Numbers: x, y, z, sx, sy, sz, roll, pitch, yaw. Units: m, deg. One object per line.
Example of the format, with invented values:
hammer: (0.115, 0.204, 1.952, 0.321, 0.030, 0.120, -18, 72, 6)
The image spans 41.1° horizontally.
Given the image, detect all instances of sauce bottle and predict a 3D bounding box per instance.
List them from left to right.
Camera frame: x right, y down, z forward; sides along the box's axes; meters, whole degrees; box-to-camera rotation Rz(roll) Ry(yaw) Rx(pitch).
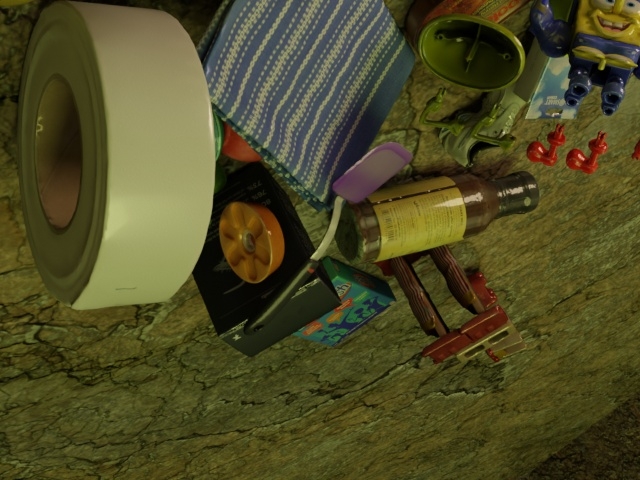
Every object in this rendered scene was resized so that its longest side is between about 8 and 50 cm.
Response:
sauce bottle: (0.190, -0.045, 1.350, 0.344, 0.111, 0.111, -11, 147, -21)

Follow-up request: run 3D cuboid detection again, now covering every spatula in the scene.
spatula: (0.000, 0.000, 1.022, 0.296, 0.030, 0.084, -53, 150, 7)

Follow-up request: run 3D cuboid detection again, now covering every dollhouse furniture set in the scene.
dollhouse furniture set: (0.246, 0.122, 1.581, 0.152, 0.201, 0.374, -32, 156, 9)

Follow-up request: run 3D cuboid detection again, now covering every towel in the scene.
towel: (0.001, -0.190, 0.939, 0.243, 0.040, 0.336, -61, 149, -7)

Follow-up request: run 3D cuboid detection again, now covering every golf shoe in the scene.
golf shoe: (0.260, -0.173, 1.235, 0.176, 0.086, 0.069, -38, 146, 15)

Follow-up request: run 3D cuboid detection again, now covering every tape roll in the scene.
tape roll: (-0.207, -0.080, 0.820, 0.100, 0.286, 0.286, -3, 143, -34)

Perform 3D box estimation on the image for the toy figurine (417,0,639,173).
toy figurine: (0.320, -0.230, 1.061, 0.362, 0.217, 0.191, 16, 145, 14)

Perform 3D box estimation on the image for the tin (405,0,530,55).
tin: (0.189, -0.294, 1.042, 0.189, 0.040, 0.106, -35, 145, 13)

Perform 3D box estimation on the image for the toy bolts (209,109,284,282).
toy bolts: (-0.150, -0.057, 0.985, 0.158, 0.218, 0.229, -19, 145, -40)

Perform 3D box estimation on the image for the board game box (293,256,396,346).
board game box: (0.019, 0.115, 1.529, 0.160, 0.047, 0.210, -38, 147, 20)

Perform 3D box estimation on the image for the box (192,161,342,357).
box: (-0.088, 0.027, 1.150, 0.153, 0.207, 0.108, -29, 152, 6)

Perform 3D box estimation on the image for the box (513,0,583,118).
box: (0.337, -0.254, 1.166, 0.109, 0.042, 0.178, -5, 127, -32)

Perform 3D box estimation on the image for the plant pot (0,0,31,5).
plant pot: (-0.271, -0.247, 0.723, 0.083, 0.081, 0.081, -32, 152, 34)
